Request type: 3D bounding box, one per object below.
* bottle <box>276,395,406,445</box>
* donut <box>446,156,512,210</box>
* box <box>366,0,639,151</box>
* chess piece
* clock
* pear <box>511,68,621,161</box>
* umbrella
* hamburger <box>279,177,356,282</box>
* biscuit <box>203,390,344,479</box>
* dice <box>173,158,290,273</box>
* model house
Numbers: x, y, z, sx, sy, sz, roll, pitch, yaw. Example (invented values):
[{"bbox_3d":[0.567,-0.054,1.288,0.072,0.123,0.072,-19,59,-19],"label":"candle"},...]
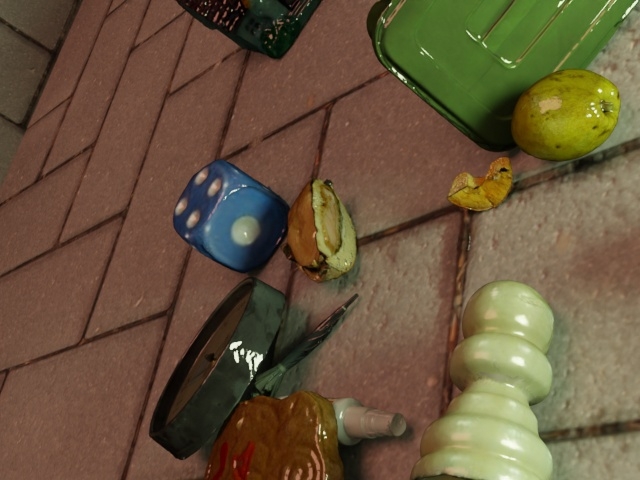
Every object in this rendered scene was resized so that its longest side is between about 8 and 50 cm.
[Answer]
[{"bbox_3d":[0.020,0.221,1.094,0.217,0.060,0.060,-10,55,48],"label":"bottle"},{"bbox_3d":[0.203,-0.076,1.106,0.083,0.067,0.038,108,-174,-47],"label":"donut"},{"bbox_3d":[0.228,-0.310,1.122,0.329,0.252,0.178,-50,20,9],"label":"box"},{"bbox_3d":[0.178,0.150,0.891,0.133,0.133,0.243,-18,43,44],"label":"chess piece"},{"bbox_3d":[-0.151,0.177,1.278,0.281,0.055,0.281,-51,13,17],"label":"clock"},{"bbox_3d":[0.279,-0.143,1.023,0.131,0.107,0.107,-17,49,56],"label":"pear"},{"bbox_3d":[-0.042,0.169,1.238,0.269,0.044,0.044,-47,64,16],"label":"umbrella"},{"bbox_3d":[-0.004,0.000,1.301,0.102,0.087,0.176,-46,39,36],"label":"hamburger"},{"bbox_3d":[-0.069,0.323,1.077,0.257,0.049,0.273,-20,62,46],"label":"biscuit"},{"bbox_3d":[-0.146,-0.042,1.461,0.146,0.143,0.146,-55,32,3],"label":"dice"},{"bbox_3d":[-0.143,-0.554,1.805,0.281,0.248,0.230,-57,33,-1],"label":"model house"}]
